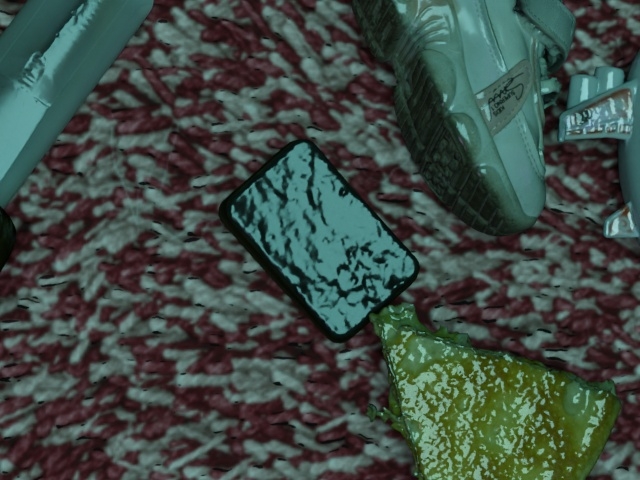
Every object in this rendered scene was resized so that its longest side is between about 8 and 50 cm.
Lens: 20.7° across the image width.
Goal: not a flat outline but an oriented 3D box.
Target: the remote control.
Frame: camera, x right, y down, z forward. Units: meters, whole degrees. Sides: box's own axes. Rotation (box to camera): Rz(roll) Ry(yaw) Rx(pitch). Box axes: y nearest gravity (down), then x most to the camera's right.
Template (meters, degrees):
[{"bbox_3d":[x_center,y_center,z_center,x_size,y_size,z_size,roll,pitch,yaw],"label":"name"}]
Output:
[{"bbox_3d":[-0.299,-0.159,1.789,0.109,0.055,0.313,35,82,-2],"label":"remote control"}]

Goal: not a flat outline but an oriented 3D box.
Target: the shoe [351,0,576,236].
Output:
[{"bbox_3d":[0.174,-0.186,1.790,0.198,0.172,0.351,-23,89,-11],"label":"shoe"}]

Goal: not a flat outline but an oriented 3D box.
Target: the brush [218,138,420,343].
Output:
[{"bbox_3d":[0.000,0.000,1.806,0.123,0.059,0.197,-42,91,-8],"label":"brush"}]

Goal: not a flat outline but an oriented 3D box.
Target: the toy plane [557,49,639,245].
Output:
[{"bbox_3d":[0.366,-0.101,1.833,0.252,0.118,0.252,1,82,-8],"label":"toy plane"}]

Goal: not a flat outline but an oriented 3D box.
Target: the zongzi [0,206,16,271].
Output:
[{"bbox_3d":[-0.489,0.020,1.701,0.317,0.154,0.289,31,82,1],"label":"zongzi"}]

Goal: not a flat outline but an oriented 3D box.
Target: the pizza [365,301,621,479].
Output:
[{"bbox_3d":[0.156,0.170,1.798,0.280,0.075,0.288,-40,95,-13],"label":"pizza"}]
